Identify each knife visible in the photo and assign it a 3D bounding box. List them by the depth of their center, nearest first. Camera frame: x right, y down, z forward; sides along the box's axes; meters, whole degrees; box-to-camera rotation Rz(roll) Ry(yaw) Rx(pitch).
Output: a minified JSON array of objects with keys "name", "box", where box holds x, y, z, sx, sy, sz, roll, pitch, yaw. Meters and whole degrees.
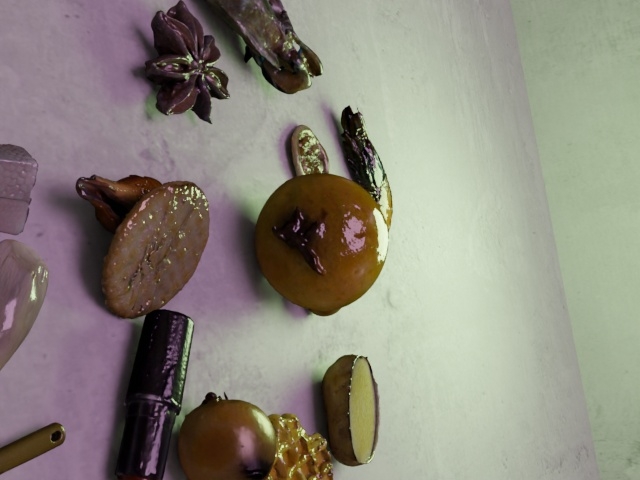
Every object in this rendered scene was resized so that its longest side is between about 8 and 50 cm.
[{"name":"knife","box":[-0.414,0.260,1.194,0.343,0.027,0.061,-22,101,-58]}]

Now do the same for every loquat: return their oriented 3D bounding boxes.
[{"name":"loquat","box":[-0.135,0.299,1.559,0.163,0.137,0.163,15,66,-37]},{"name":"loquat","box":[0.000,0.000,1.815,0.244,0.244,0.244,30,54,-53]}]

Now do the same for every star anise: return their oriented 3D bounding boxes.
[{"name":"star anise","box":[-0.216,-0.287,1.699,0.212,0.073,0.197,-1,84,-63]}]

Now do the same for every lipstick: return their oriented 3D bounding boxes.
[{"name":"lipstick","box":[-0.232,0.237,1.468,0.081,0.081,0.300,43,46,-46]}]

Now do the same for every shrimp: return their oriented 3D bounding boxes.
[{"name":"shrimp","box":[-0.141,-0.448,1.878,0.446,0.110,0.221,57,27,-26]},{"name":"shrimp","box":[0.075,-0.123,2.167,0.222,0.054,0.290,-42,120,-57]}]

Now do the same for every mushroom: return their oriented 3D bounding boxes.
[{"name":"mushroom","box":[-0.383,0.096,1.252,0.097,0.088,0.212,92,9,-61]}]

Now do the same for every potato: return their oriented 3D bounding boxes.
[{"name":"potato","box":[0.045,0.307,1.934,0.164,0.081,0.200,18,67,-66]}]

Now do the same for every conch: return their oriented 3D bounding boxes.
[{"name":"conch","box":[-0.276,-0.049,1.497,0.232,0.080,0.086,-5,94,-57]}]

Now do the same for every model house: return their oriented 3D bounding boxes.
[{"name":"model house","box":[-0.407,-0.065,1.285,0.100,0.088,0.101,4,109,-37]}]

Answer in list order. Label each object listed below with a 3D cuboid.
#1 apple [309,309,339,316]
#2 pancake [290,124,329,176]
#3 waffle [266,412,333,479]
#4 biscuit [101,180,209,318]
[{"name":"apple","box":[0.010,0.098,1.953,0.084,0.071,0.084,29,56,-54]},{"name":"pancake","box":[-0.021,-0.154,2.043,0.139,0.022,0.139,31,53,-54]},{"name":"waffle","box":[-0.041,0.441,1.753,0.307,0.060,0.312,27,58,-55]},{"name":"biscuit","box":[-0.228,0.015,1.512,0.220,0.033,0.220,-44,148,-37]}]
